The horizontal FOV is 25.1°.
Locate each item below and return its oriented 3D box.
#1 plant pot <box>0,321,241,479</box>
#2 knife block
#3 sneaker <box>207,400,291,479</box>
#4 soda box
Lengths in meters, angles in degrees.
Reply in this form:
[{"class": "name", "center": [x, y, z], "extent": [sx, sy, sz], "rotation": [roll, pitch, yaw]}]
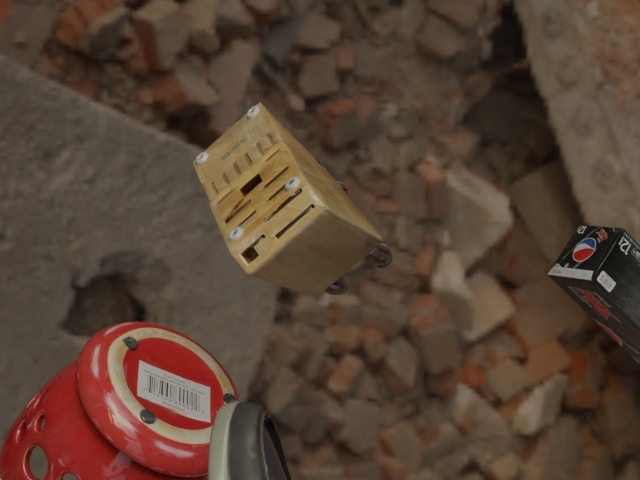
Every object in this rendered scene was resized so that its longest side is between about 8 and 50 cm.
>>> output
[{"class": "plant pot", "center": [-0.176, 0.180, 1.331], "extent": [0.174, 0.191, 0.191], "rotation": [-51, 168, 31]}, {"class": "knife block", "center": [0.000, 0.000, 1.323], "extent": [0.242, 0.088, 0.275], "rotation": [44, 8, -29]}, {"class": "sneaker", "center": [0.015, 0.187, 0.813], "extent": [0.083, 0.118, 0.222], "rotation": [37, 36, -72]}, {"class": "soda box", "center": [0.265, 0.058, 1.169], "extent": [0.169, 0.060, 0.053], "rotation": [42, 73, -25]}]
